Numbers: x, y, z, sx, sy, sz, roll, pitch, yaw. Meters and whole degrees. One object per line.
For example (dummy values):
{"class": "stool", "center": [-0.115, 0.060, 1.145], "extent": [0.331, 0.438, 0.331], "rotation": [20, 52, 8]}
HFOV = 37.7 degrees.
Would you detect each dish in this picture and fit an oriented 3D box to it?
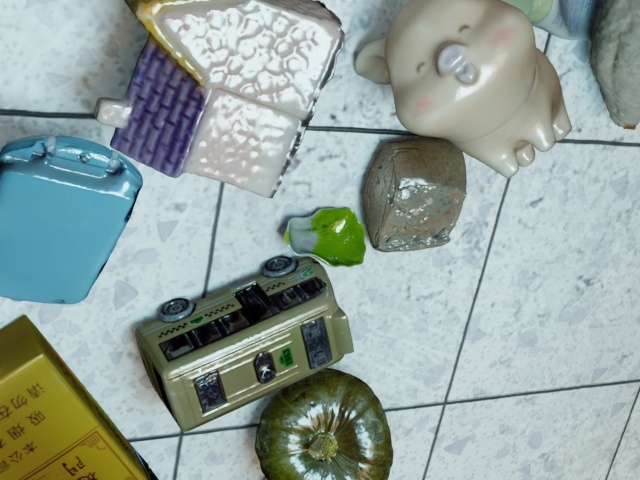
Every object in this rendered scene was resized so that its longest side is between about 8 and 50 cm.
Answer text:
{"class": "dish", "center": [0.000, 0.000, 1.370], "extent": [0.137, 0.039, 0.091], "rotation": [0, 74, -30]}

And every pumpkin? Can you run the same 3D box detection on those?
{"class": "pumpkin", "center": [0.003, 0.306, 1.442], "extent": [0.219, 0.162, 0.219], "rotation": [0, 86, 3]}

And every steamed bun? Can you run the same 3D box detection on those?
{"class": "steamed bun", "center": [0.138, -0.063, 1.379], "extent": [0.144, 0.106, 0.175], "rotation": [-8, 121, -26]}

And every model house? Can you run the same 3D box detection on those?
{"class": "model house", "center": [-0.139, -0.205, 1.103], "extent": [0.237, 0.202, 0.237], "rotation": [15, 114, -27]}

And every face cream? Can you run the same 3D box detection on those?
{"class": "face cream", "center": [0.359, -0.353, 1.388], "extent": [0.224, 0.070, 0.114], "rotation": [-9, 122, -39]}

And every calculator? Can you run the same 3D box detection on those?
{"class": "calculator", "center": [-0.324, -0.013, 1.119], "extent": [0.173, 0.051, 0.293], "rotation": [12, 136, -28]}

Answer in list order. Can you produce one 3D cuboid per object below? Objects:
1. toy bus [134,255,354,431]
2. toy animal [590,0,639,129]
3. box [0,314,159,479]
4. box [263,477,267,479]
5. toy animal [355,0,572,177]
{"class": "toy bus", "center": [-0.100, 0.141, 1.322], "extent": [0.289, 0.157, 0.139], "rotation": [-22, 124, -18]}
{"class": "toy animal", "center": [0.517, -0.328, 1.395], "extent": [0.226, 0.188, 0.358], "rotation": [-23, 139, -31]}
{"class": "box", "center": [-0.393, 0.332, 1.287], "extent": [0.264, 0.116, 0.415], "rotation": [-33, 126, -11]}
{"class": "box", "center": [0.030, 0.490, 1.639], "extent": [0.214, 0.069, 0.353], "rotation": [-43, 129, -3]}
{"class": "toy animal", "center": [0.216, -0.218, 1.267], "extent": [0.237, 0.269, 0.326], "rotation": [-43, 171, 17]}
